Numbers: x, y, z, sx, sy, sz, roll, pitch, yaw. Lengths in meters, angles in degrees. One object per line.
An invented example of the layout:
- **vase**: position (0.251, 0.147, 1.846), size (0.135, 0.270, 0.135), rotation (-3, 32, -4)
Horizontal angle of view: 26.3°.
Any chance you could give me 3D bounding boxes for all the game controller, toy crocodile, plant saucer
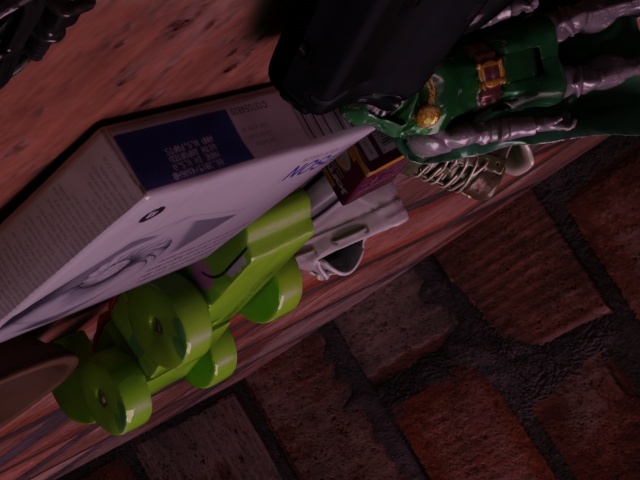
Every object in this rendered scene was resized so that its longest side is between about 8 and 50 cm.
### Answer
- **game controller**: position (0.068, -0.140, 0.514), size (0.166, 0.067, 0.319), rotation (-45, 179, -17)
- **toy crocodile**: position (-0.109, 0.052, 1.007), size (0.115, 0.105, 0.340), rotation (-27, 168, -36)
- **plant saucer**: position (-0.302, 0.141, 0.977), size (0.278, 0.041, 0.278), rotation (-31, 175, -3)

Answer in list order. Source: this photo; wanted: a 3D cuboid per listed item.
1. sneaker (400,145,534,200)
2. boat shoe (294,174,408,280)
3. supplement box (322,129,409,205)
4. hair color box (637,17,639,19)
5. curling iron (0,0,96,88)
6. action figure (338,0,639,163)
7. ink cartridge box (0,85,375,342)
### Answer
- **sneaker**: position (0.114, -0.071, 1.109), size (0.064, 0.086, 0.192), rotation (-36, 172, 38)
- **boat shoe**: position (0.000, 0.000, 1.171), size (0.083, 0.075, 0.226), rotation (-28, 173, -27)
- **supplement box**: position (0.027, -0.064, 0.888), size (0.043, 0.055, 0.083), rotation (-29, 173, -16)
- **hair color box**: position (0.162, -0.141, 0.989), size (0.141, 0.043, 0.072), rotation (-37, 171, 39)
- **curling iron**: position (-0.086, -0.079, 0.276), size (0.068, 0.035, 0.274), rotation (-35, 176, -12)
- **action figure**: position (0.110, -0.099, 0.785), size (0.232, 0.137, 0.063), rotation (-18, -174, -26)
- **ink cartridge box**: position (-0.104, -0.004, 0.750), size (0.224, 0.045, 0.223), rotation (-35, 174, 34)
